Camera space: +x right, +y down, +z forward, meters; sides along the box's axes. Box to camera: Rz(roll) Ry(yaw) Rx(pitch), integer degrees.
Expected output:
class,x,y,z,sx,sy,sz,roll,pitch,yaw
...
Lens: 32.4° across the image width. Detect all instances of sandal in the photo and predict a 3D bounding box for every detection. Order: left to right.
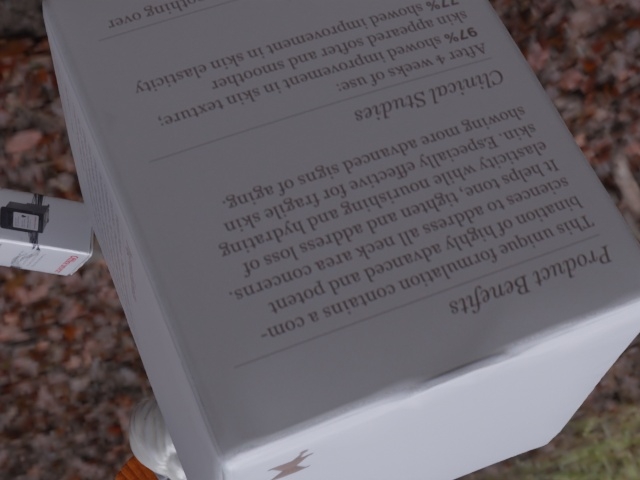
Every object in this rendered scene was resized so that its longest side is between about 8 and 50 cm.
class,x,y,z,sx,sy,sz,roll,pitch,yaw
sandal,-0.286,0.405,1.771,0.265,0.102,0.076,-37,160,33

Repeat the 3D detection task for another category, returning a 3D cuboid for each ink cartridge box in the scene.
class,x,y,z,sx,sy,sz,roll,pitch,yaw
ink cartridge box,-0.337,-0.011,1.224,0.150,0.063,0.109,10,162,-25

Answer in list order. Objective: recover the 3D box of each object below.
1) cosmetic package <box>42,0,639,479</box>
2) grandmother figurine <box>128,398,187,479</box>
class,x,y,z,sx,sy,sz,roll,pitch,yaw
cosmetic package,0.000,0.000,0.908,0.329,0.394,0.327,-18,155,-15
grandmother figurine,-0.024,0.180,1.131,0.342,0.104,0.208,-7,126,-9
